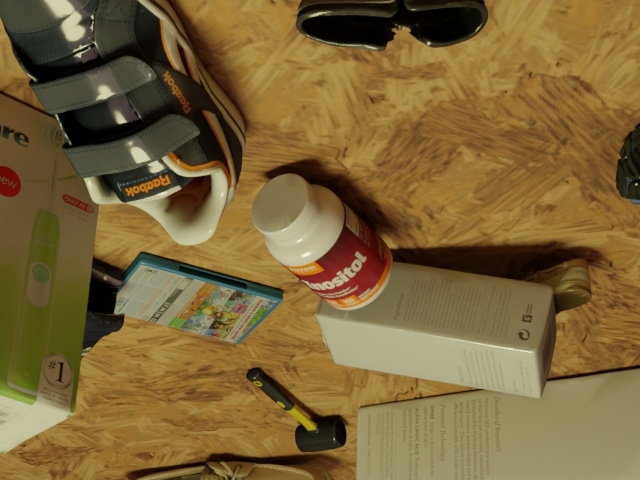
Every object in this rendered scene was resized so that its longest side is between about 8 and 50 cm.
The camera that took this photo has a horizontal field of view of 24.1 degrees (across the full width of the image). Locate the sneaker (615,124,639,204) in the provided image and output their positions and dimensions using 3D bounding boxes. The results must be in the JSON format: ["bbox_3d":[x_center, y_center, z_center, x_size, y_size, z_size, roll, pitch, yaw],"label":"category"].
[{"bbox_3d":[0.363,-0.076,1.322,0.221,0.083,0.087,-18,152,34],"label":"sneaker"}]

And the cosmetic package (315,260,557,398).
[{"bbox_3d":[0.122,0.088,1.551,0.231,0.085,0.117,10,152,16],"label":"cosmetic package"}]

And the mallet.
[{"bbox_3d":[-0.043,0.211,1.858,0.062,0.039,0.189,-18,139,33],"label":"mallet"}]

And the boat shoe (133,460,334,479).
[{"bbox_3d":[-0.128,0.346,2.015,0.302,0.109,0.098,-8,149,26],"label":"boat shoe"}]

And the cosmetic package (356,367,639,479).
[{"bbox_3d":[0.256,0.288,1.852,0.385,0.156,0.217,-11,147,18],"label":"cosmetic package"}]

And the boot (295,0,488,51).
[{"bbox_3d":[-0.008,-0.209,1.039,0.246,0.161,0.083,2,148,0],"label":"boot"}]

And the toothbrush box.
[{"bbox_3d":[-0.315,0.014,1.305,0.206,0.283,0.122,25,141,-33],"label":"toothbrush box"}]

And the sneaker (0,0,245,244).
[{"bbox_3d":[-0.159,-0.114,1.243,0.126,0.127,0.321,-13,144,26],"label":"sneaker"}]

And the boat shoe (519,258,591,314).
[{"bbox_3d":[0.232,0.052,1.567,0.050,0.045,0.135,26,152,-31],"label":"boat shoe"}]

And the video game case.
[{"bbox_3d":[-0.140,0.065,1.638,0.166,0.015,0.119,16,145,-22],"label":"video game case"}]

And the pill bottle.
[{"bbox_3d":[0.000,0.000,1.455,0.086,0.086,0.152,-16,144,27],"label":"pill bottle"}]

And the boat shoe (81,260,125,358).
[{"bbox_3d":[-0.360,0.044,1.532,0.340,0.127,0.158,20,139,-40],"label":"boat shoe"}]
